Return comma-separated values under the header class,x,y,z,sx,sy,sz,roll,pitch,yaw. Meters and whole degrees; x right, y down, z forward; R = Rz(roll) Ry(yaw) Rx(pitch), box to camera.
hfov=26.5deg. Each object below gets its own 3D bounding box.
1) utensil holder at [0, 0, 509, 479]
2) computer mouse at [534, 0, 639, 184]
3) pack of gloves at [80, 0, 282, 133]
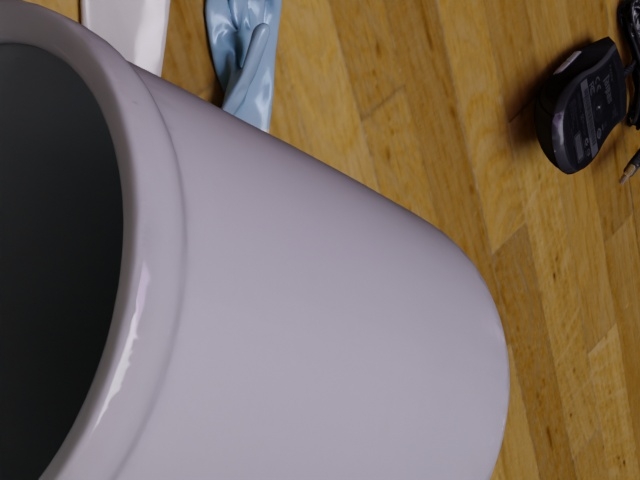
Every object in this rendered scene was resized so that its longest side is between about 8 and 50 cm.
class,x,y,z,sx,sy,sz,roll,pitch,yaw
utensil holder,-0.100,0.069,0.865,0.385,0.327,0.328,22,89,-50
computer mouse,0.289,-0.127,1.434,0.262,0.060,0.184,-49,133,-39
pack of gloves,-0.094,-0.095,1.026,0.195,0.046,0.232,-14,116,-45
